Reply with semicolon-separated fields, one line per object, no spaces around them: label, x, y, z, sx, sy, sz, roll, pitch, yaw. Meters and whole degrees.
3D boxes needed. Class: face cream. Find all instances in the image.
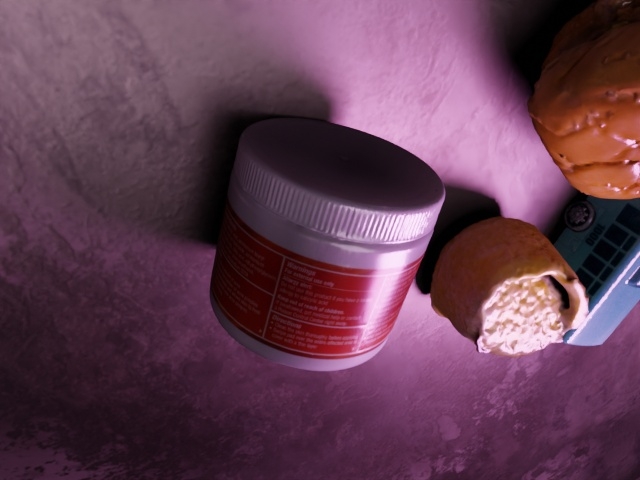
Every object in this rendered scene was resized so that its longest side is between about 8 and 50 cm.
face cream;0.000;0.000;0.537;0.201;0.201;0.187;0;123;-27

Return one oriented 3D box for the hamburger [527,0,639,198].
hamburger;0.399;-0.150;0.581;0.319;0.319;0.158;32;65;-40

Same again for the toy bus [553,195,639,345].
toy bus;0.441;0.032;0.827;0.128;0.147;0.256;8;121;-34

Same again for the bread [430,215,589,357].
bread;0.254;0.069;0.744;0.197;0.170;0.197;-6;121;-10
